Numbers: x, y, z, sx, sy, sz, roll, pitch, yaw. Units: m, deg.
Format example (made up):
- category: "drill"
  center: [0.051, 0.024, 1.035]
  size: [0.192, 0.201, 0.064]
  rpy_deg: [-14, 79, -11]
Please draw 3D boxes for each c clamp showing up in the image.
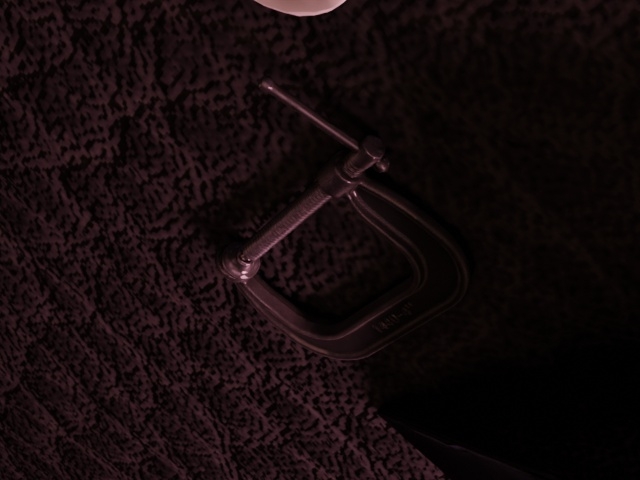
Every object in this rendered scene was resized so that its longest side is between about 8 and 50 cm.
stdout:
- category: "c clamp"
  center: [0.000, 0.000, 0.578]
  size: [0.137, 0.022, 0.161]
  rpy_deg: [33, 141, -9]

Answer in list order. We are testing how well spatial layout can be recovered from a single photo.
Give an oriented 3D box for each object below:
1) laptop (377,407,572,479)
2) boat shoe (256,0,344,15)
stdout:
- category: "laptop"
  center: [0.290, 0.141, 0.530]
  size: [0.382, 0.236, 0.408]
  rpy_deg: [42, 113, -13]
- category: "boat shoe"
  center: [0.016, -0.199, 0.289]
  size: [0.109, 0.091, 0.305]
  rpy_deg: [33, 143, 19]
